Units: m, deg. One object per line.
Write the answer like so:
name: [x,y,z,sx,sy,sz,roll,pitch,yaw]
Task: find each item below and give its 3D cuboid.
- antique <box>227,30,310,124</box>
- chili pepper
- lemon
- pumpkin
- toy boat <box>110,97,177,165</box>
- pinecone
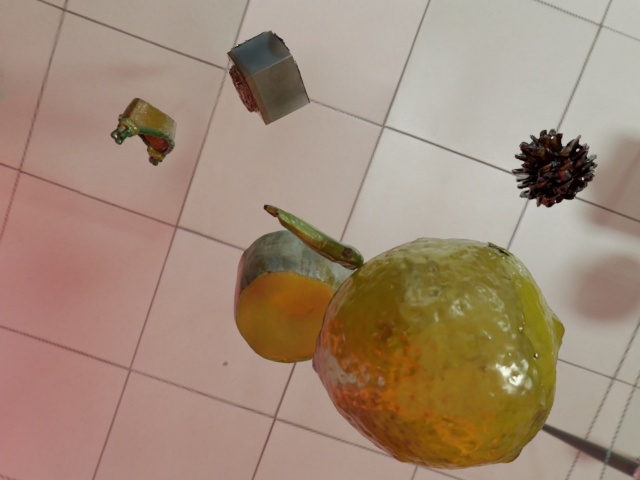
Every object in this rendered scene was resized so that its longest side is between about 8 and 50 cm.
antique: [-0.130,-0.382,1.299,0.148,0.152,0.146,-30,140,-4]
chili pepper: [0.000,0.000,0.881,0.208,0.049,0.043,32,129,-30]
lemon: [0.166,0.165,0.833,0.387,0.350,0.350,-9,99,15]
pumpkin: [-0.074,0.161,1.398,0.332,0.199,0.332,2,122,3]
toy boat: [-0.301,-0.185,0.962,0.089,0.229,0.088,28,89,0]
pinecone: [0.387,-0.125,0.929,0.140,0.140,0.121,-32,99,4]
